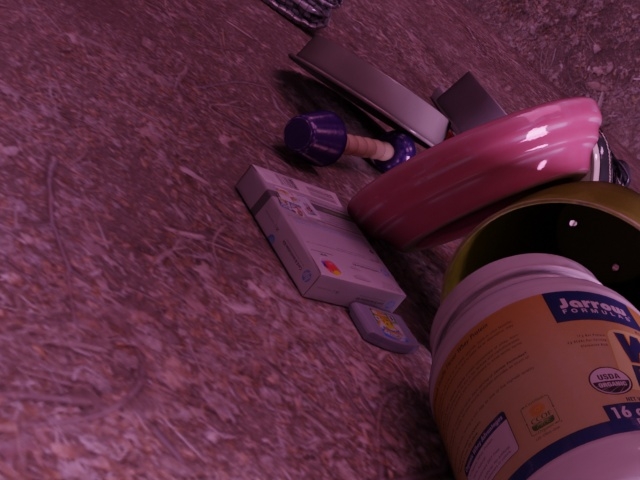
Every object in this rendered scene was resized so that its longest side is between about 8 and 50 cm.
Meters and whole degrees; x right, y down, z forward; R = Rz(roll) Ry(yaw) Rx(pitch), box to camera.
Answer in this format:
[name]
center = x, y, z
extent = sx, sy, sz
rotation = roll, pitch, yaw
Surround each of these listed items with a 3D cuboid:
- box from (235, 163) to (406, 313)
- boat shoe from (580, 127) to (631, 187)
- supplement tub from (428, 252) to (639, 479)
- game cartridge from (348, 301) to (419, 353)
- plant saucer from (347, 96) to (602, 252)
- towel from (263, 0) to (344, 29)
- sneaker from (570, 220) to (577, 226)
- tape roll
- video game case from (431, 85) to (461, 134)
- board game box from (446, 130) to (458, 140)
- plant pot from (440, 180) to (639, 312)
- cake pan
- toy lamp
[box]
center = 0.000, 0.000, 1.259
extent = 0.145, 0.038, 0.186
rotation = 16, 30, -45
[boat shoe]
center = 0.470, -0.096, 1.881
extent = 0.340, 0.113, 0.127
rotation = 77, -9, -54
[supplement tub]
center = 0.228, 0.175, 1.018
extent = 0.228, 0.228, 0.316
rotation = 29, 23, -25
[game cartridge]
center = 0.071, 0.098, 1.211
extent = 0.083, 0.017, 0.056
rotation = 19, 32, -42
[plant saucer]
center = 0.199, -0.069, 1.370
extent = 0.332, 0.332, 0.084
rotation = -7, 73, -62
[towel]
center = -0.077, -0.533, 2.096
extent = 0.284, 0.121, 0.235
rotation = 34, 21, -12
[sneaker]
center = 0.393, -0.026, 1.682
extent = 0.123, 0.106, 0.290
rotation = 40, 20, 8
[tape roll]
center = 0.280, -0.164, 1.757
extent = 0.219, 0.072, 0.219
rotation = 47, 12, -13
[video game case]
center = 0.387, -0.160, 2.226
extent = 0.300, 0.036, 0.329
rotation = 26, 25, -31
[board game box]
center = 0.322, -0.030, 1.815
extent = 0.242, 0.064, 0.316
rotation = 29, 23, -26
[plant pot]
center = 0.315, 0.041, 1.311
extent = 0.275, 0.275, 0.293
rotation = 41, 29, 5
[cake pan]
center = 0.085, -0.229, 1.727
extent = 0.293, 0.054, 0.293
rotation = 33, 5, -3
[toy lamp]
center = 0.042, -0.136, 1.549
extent = 0.080, 0.080, 0.275
rotation = 48, 22, 22
